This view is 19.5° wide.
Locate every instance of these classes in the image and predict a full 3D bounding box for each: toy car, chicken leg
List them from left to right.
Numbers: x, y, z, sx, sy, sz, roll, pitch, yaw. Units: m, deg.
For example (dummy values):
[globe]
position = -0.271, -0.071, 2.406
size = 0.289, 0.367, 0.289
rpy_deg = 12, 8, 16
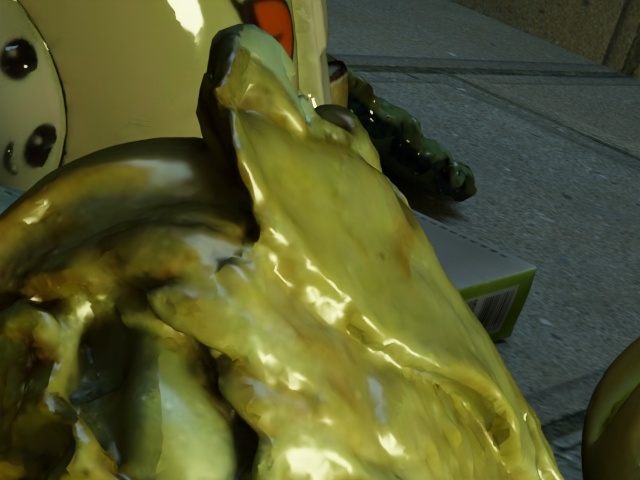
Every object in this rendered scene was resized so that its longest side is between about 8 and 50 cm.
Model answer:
[toy car]
position = -0.174, -0.080, 0.887
size = 0.336, 0.242, 0.226
rpy_deg = -1, 27, 11
[chicken leg]
position = 0.055, 0.133, 0.542
size = 0.429, 0.201, 0.152
rpy_deg = 40, -34, -29

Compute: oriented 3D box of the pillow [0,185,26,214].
[pillow]
position = -0.174, 0.037, 0.729
size = 0.312, 0.119, 0.310
rpy_deg = 11, -9, -23

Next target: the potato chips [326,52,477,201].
[potato chips]
position = -0.047, -0.170, 1.661
size = 0.429, 0.070, 0.358
rpy_deg = 34, -6, 26

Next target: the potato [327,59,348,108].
[potato]
position = -0.065, -0.026, 1.169
size = 0.202, 0.117, 0.182
rpy_deg = -24, 9, -18

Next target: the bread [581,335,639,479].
[bread]
position = 0.261, 0.139, 0.849
size = 0.333, 0.160, 0.333
rpy_deg = 35, 17, -12

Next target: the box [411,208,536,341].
[box]
position = 0.001, 0.001, 1.306
size = 0.260, 0.062, 0.175
rpy_deg = 27, 17, 23
